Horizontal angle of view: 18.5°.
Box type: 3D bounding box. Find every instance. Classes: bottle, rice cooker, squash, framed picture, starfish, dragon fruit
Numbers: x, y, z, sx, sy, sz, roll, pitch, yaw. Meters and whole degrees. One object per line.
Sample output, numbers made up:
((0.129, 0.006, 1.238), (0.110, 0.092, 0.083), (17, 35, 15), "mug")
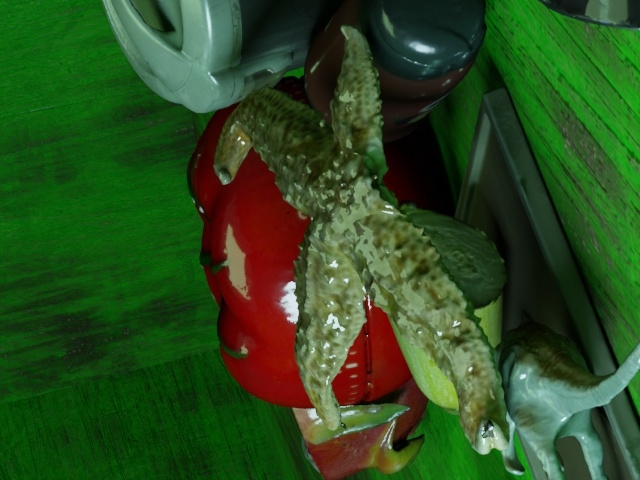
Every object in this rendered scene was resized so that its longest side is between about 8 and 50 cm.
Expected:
((0.073, -0.189, 1.900), (0.336, 0.144, 0.144), (137, 118, -79), "bottle")
((-0.100, -0.297, 2.112), (0.288, 0.277, 0.288), (43, 145, 41), "rice cooker")
((0.139, 0.098, 1.943), (0.137, 0.137, 0.287), (-114, 3, -46), "squash")
((0.218, 0.119, 1.868), (0.326, 0.028, 0.446), (95, 158, -63), "framed picture")
((0.022, 0.027, 1.808), (0.324, 0.082, 0.432), (-38, 68, 54), "starfish")
((0.044, 0.165, 2.531), (0.290, 0.189, 0.291), (163, 90, -89), "dragon fruit")

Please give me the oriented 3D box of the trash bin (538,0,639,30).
((0.188, -0.273, 0.941), (0.252, 0.203, 0.301), (-101, 2, -66), "trash bin")

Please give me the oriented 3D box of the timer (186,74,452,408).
((0.000, 0.000, 2.213), (0.378, 0.279, 0.378), (167, 90, -83), "timer")

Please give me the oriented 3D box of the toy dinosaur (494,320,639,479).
((0.206, 0.148, 1.671), (0.393, 0.092, 0.205), (94, 164, -67), "toy dinosaur")
